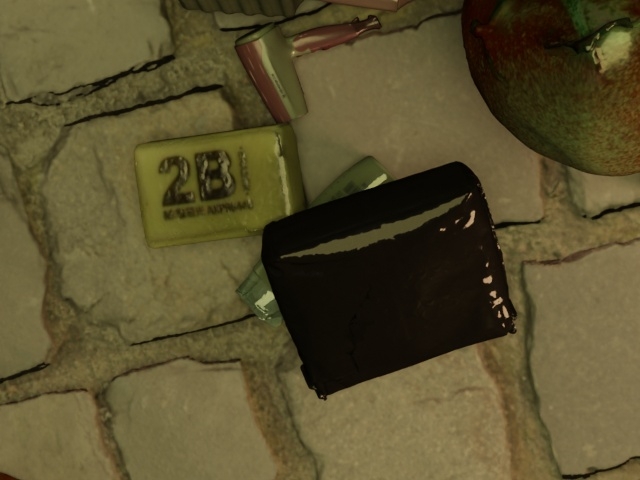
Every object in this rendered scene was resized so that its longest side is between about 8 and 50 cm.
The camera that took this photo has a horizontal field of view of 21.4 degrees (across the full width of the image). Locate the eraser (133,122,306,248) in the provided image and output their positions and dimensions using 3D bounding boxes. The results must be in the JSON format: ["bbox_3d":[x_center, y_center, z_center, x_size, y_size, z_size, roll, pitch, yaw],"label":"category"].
[{"bbox_3d":[-0.108,-0.059,1.816,0.172,0.058,0.117,-7,92,14],"label":"eraser"}]

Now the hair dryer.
[{"bbox_3d":[-0.004,-0.204,1.827,0.154,0.054,0.106,-29,98,-1],"label":"hair dryer"}]

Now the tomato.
[{"bbox_3d":[0.298,-0.209,1.699,0.303,0.303,0.239,-39,129,4],"label":"tomato"}]

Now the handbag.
[{"bbox_3d":[0.076,0.051,1.790,0.247,0.080,0.223,-18,122,2],"label":"handbag"}]

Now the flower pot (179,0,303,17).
[{"bbox_3d":[-0.086,-0.350,1.729,0.209,0.189,0.239,-28,86,2],"label":"flower pot"}]

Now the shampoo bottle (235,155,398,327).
[{"bbox_3d":[0.000,0.000,1.840,0.212,0.049,0.072,-45,88,3],"label":"shampoo bottle"}]

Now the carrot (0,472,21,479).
[{"bbox_3d":[-0.369,0.347,1.792,0.159,0.225,0.159,0,97,-3],"label":"carrot"}]

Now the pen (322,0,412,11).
[{"bbox_3d":[0.039,-0.278,1.826,0.197,0.032,0.053,6,94,2],"label":"pen"}]
